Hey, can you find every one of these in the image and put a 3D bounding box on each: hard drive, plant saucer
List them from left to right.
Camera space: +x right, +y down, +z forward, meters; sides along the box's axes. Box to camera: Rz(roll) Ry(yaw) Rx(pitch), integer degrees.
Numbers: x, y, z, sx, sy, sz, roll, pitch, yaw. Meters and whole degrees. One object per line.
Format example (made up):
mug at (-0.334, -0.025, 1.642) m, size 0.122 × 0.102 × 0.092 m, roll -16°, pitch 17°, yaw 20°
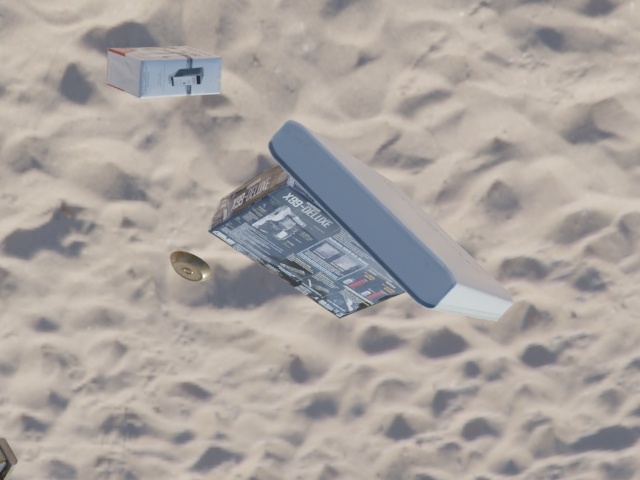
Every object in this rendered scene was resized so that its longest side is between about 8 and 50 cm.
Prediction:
plant saucer at (-0.236, 0.051, 1.783) m, size 0.083 × 0.015 × 0.083 m, roll 17°, pitch 146°, yaw 12°
hard drive at (0.081, -0.008, 0.949) m, size 0.040 × 0.203 × 0.307 m, roll -47°, pitch 162°, yaw 9°

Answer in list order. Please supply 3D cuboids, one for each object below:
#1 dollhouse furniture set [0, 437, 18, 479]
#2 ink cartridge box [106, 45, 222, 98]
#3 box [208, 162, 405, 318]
dollhouse furniture set at (-0.431, 0.404, 1.260) m, size 0.161 × 0.242 × 0.212 m, roll -20°, pitch 158°, yaw -43°
ink cartridge box at (-0.223, -0.243, 1.416) m, size 0.135 × 0.099 × 0.056 m, roll -11°, pitch 115°, yaw -39°
box at (0.000, 0.000, 1.666) m, size 0.307 × 0.076 × 0.242 m, roll 35°, pitch 144°, yaw -22°
